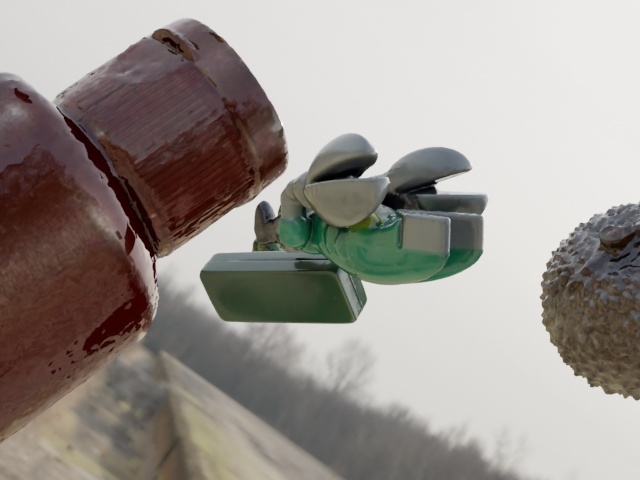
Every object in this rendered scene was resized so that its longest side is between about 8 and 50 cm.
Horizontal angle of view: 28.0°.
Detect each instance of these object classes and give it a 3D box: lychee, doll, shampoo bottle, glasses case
[{"bbox_3d":[0.443,0.084,1.756,0.300,0.300,0.300,35,-8,5],"label":"lychee"},{"bbox_3d":[0.038,-0.033,1.277,0.258,0.153,0.195,0,7,17],"label":"doll"},{"bbox_3d":[-0.126,0.028,0.362,0.064,0.260,0.102,32,-29,46],"label":"shampoo bottle"},{"bbox_3d":[-0.042,0.052,1.427,0.184,0.039,0.078,-2,-53,31],"label":"glasses case"}]

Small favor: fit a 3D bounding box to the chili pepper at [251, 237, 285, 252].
[{"bbox_3d":[-0.001,0.005,1.727,0.074,0.257,0.100,-30,-103,56],"label":"chili pepper"}]
